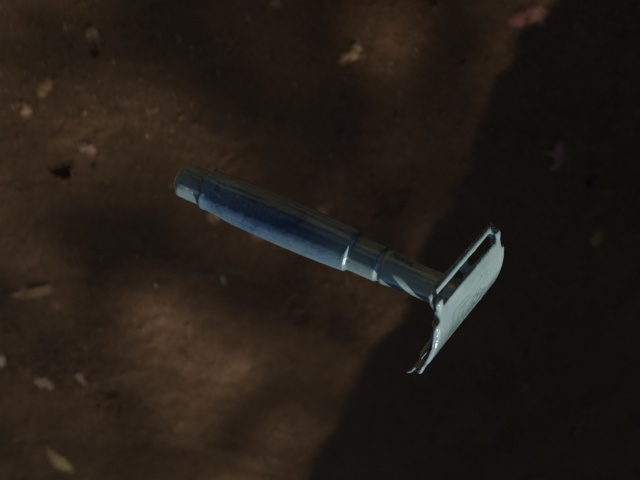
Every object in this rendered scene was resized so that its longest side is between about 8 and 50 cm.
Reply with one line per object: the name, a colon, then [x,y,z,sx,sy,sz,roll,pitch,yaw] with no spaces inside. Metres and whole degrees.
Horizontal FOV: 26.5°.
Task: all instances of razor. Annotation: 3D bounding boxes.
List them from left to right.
razor: [0.000,0.000,0.550,0.068,0.135,0.040,-43,150,-51]
